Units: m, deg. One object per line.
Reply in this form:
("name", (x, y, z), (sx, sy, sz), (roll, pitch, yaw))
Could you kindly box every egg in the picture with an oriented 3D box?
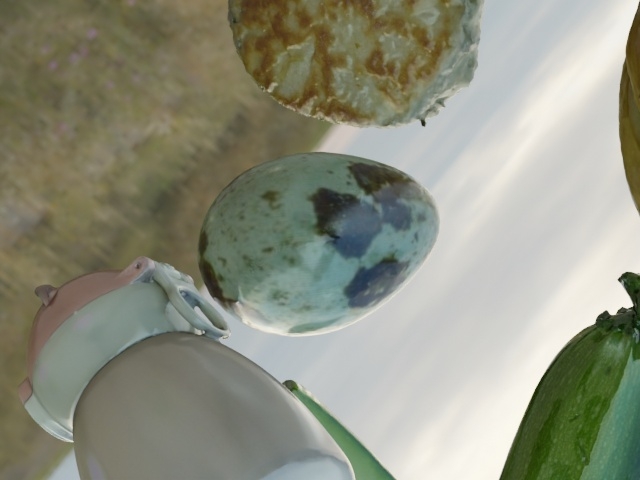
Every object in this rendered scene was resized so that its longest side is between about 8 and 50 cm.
("egg", (0.000, 0.000, 1.534), (0.231, 0.169, 0.169), (-14, 174, -13))

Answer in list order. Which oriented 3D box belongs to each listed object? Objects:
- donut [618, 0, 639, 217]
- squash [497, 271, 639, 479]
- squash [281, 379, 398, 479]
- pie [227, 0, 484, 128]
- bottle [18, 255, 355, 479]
("donut", (0.362, -0.092, 0.995), (0.360, 0.360, 0.170), (-49, -171, 35))
("squash", (0.158, 0.198, 1.132), (0.101, 0.101, 0.378), (-74, -179, -82))
("squash", (-0.010, 0.275, 1.647), (0.203, 0.288, 0.111), (-41, -157, 8))
("pie", (0.026, -0.175, 1.216), (0.084, 0.205, 0.178), (-29, 139, -60))
("bottle", (-0.100, 0.111, 1.041), (0.148, 0.236, 0.147), (-29, 146, -21))
